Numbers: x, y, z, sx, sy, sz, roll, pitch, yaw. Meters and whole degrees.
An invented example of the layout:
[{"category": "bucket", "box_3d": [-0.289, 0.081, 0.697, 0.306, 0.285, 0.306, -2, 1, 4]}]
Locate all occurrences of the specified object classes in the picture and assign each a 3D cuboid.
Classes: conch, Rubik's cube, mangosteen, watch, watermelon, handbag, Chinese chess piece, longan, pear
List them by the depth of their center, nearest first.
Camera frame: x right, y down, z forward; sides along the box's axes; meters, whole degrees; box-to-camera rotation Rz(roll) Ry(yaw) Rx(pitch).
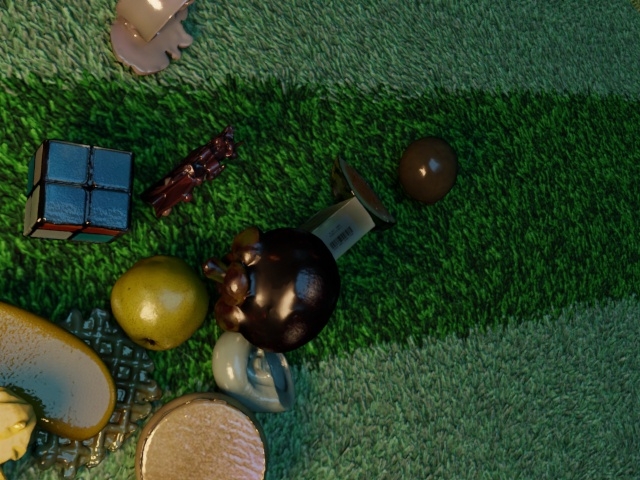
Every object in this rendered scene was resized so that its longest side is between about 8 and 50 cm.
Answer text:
[{"category": "Rubik's cube", "box_3d": [-0.485, -0.091, 1.469, 0.183, 0.180, 0.167, 7, 77, -28]}, {"category": "Chinese chess piece", "box_3d": [-0.241, 0.445, 1.493, 0.270, 0.112, 0.270, 1, 85, -9]}, {"category": "pear", "box_3d": [-0.329, 0.124, 1.509, 0.198, 0.198, 0.198, 7, 76, -30]}, {"category": "mangosteen", "box_3d": [-0.102, 0.091, 1.543, 0.287, 0.287, 0.233, 54, 27, -11]}, {"category": "handbag", "box_3d": [-0.276, -0.146, 1.587, 0.074, 0.216, 0.203, 50, 57, -15]}, {"category": "watch", "box_3d": [-0.347, -0.506, 1.610, 0.196, 0.231, 0.244, 44, 58, -19]}, {"category": "conch", "box_3d": [-0.148, 0.291, 1.625, 0.185, 0.121, 0.221, -40, 98, -41]}, {"category": "watermelon", "box_3d": [0.106, -0.110, 1.907, 0.245, 0.063, 0.119, 46, 42, -9]}, {"category": "longan", "box_3d": [0.293, -0.183, 1.979, 0.185, 0.159, 0.204, -57, 148, -45]}]

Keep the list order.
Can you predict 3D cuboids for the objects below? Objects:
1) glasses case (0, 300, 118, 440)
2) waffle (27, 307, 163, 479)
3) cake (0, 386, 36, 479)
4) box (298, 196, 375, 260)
[{"category": "glasses case", "box_3d": [-0.540, 0.220, 1.331, 0.371, 0.141, 0.173, 30, 74, -11]}, {"category": "waffle", "box_3d": [-0.482, 0.295, 1.457, 0.309, 0.056, 0.292, -41, 99, -30]}, {"category": "cake", "box_3d": [-0.592, 0.352, 1.140, 0.286, 0.227, 0.222, -20, 90, -34]}, {"category": "box", "box_3d": [0.000, 0.000, 1.748, 0.212, 0.168, 0.095, -40, 100, -31]}]
